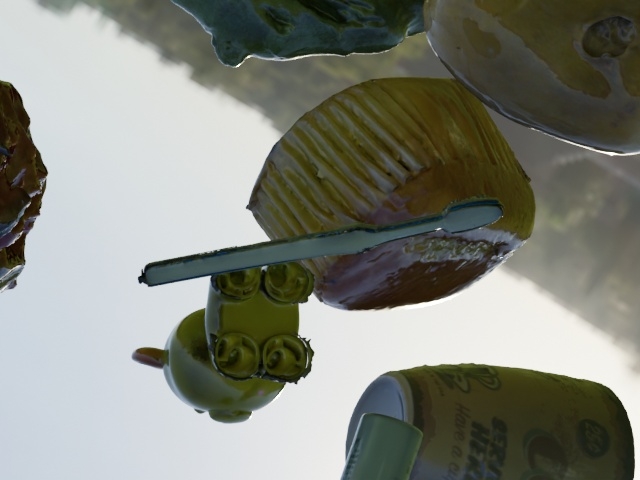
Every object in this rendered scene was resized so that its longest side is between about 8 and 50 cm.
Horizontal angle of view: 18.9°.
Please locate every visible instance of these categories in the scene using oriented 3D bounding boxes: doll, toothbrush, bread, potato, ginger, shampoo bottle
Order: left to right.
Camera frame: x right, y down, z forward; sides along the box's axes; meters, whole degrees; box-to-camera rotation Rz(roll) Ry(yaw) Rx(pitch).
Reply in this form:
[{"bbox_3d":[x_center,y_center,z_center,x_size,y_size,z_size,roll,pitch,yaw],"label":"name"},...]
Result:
[{"bbox_3d":[-0.079,0.089,1.644,0.143,0.135,0.221,1,167,-15],"label":"doll"},{"bbox_3d":[0.000,0.002,1.517,0.294,0.026,0.028,-12,-157,0],"label":"toothbrush"},{"bbox_3d":[0.017,-0.220,1.607,0.290,0.137,0.089,-14,-167,-5],"label":"ginger"},{"bbox_3d":[0.028,0.238,1.555,0.056,0.195,0.056,18,164,5],"label":"shampoo bottle"},{"bbox_3d":[0.084,-0.032,1.774,0.156,0.204,0.288,51,-157,24],"label":"bread"},{"bbox_3d":[0.192,-0.161,1.473,0.234,0.150,0.146,30,-154,10],"label":"potato"}]

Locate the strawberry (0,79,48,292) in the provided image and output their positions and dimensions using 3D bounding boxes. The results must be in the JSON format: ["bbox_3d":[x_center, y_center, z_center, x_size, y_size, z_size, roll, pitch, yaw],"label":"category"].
[{"bbox_3d":[-0.283,-0.044,1.129,0.280,0.253,0.150,39,-165,24],"label":"strawberry"}]

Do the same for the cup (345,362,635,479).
[{"bbox_3d":[0.146,0.253,2.053,0.257,0.301,0.227,17,-139,-22],"label":"cup"}]
